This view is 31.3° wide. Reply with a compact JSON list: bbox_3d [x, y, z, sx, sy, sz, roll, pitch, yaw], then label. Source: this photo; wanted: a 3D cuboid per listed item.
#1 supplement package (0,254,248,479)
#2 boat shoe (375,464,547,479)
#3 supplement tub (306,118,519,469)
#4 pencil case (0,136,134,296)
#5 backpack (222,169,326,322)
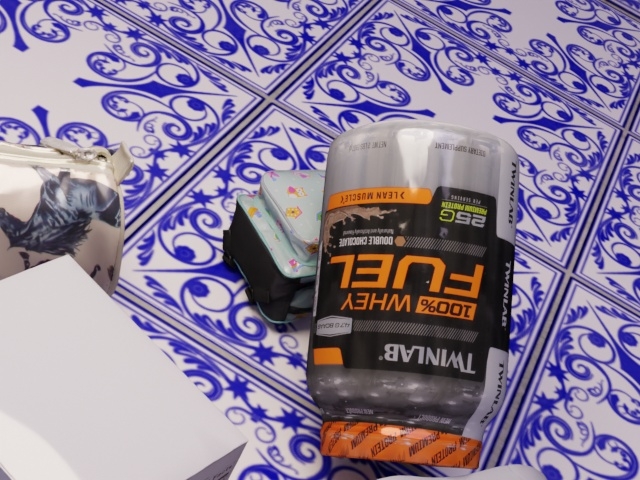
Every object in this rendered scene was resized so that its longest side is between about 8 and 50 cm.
[{"bbox_3d":[-0.237,0.172,1.014,0.262,0.145,0.204,43,40,20],"label":"supplement package"},{"bbox_3d":[0.144,0.285,1.097,0.306,0.113,0.105,16,34,-49],"label":"boat shoe"},{"bbox_3d":[0.095,0.060,1.187,0.207,0.207,0.338,9,78,-22],"label":"supplement tub"},{"bbox_3d":[-0.399,-0.043,1.142,0.410,0.183,0.160,6,25,-24],"label":"pencil case"},{"bbox_3d":[0.000,0.000,1.364,0.188,0.144,0.166,0,39,-36],"label":"backpack"}]
